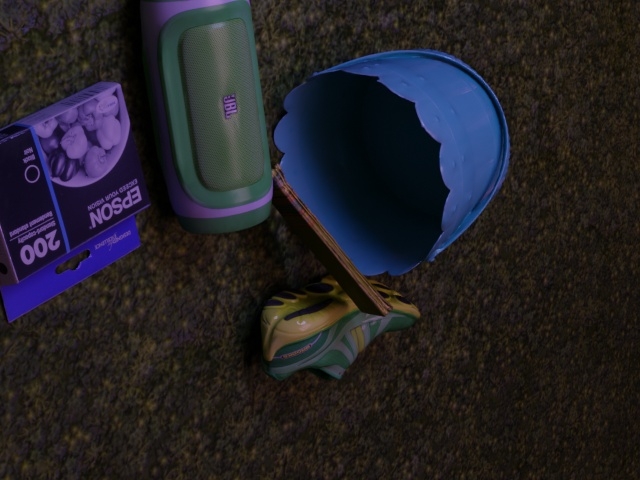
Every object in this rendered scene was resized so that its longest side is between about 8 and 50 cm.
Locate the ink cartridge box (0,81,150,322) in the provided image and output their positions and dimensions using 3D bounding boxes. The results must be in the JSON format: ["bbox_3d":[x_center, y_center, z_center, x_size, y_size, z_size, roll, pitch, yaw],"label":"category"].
[{"bbox_3d":[-0.279,-0.041,1.479,0.206,0.045,0.208,-35,124,-41],"label":"ink cartridge box"}]

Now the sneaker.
[{"bbox_3d":[0.018,0.119,1.831,0.295,0.109,0.123,-8,122,-47],"label":"sneaker"}]

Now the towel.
[{"bbox_3d":[0.000,0.000,1.702,0.021,0.102,0.237,-41,102,-11],"label":"towel"}]

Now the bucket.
[{"bbox_3d":[0.099,-0.112,1.745,0.183,0.281,0.281,-31,120,-46],"label":"bucket"}]

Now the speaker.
[{"bbox_3d":[-0.130,-0.164,1.565,0.131,0.131,0.296,-26,117,-44],"label":"speaker"}]
